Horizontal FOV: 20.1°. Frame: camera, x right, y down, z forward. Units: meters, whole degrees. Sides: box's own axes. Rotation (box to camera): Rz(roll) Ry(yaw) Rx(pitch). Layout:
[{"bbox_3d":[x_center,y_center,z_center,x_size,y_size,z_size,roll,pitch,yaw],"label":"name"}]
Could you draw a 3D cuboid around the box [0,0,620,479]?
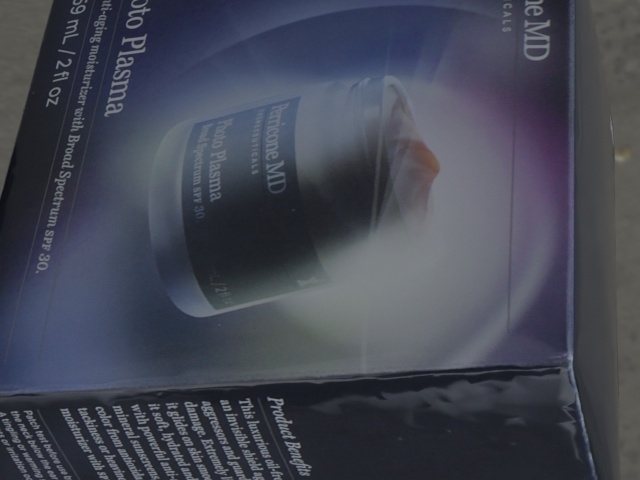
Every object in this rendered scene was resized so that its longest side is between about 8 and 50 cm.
[{"bbox_3d":[0.000,0.000,0.938,0.182,0.294,0.296,71,19,-48],"label":"box"}]
